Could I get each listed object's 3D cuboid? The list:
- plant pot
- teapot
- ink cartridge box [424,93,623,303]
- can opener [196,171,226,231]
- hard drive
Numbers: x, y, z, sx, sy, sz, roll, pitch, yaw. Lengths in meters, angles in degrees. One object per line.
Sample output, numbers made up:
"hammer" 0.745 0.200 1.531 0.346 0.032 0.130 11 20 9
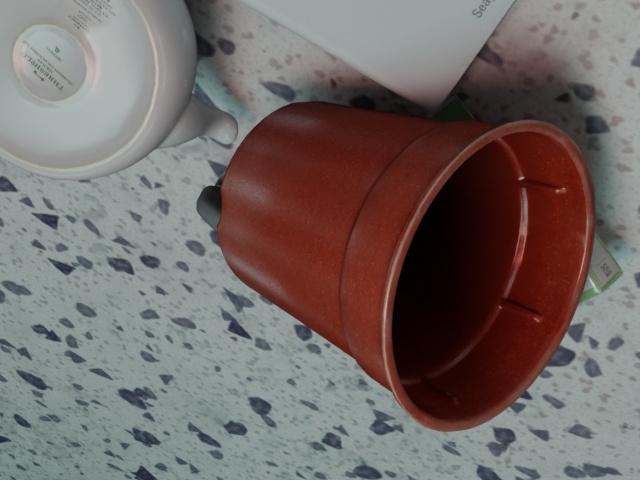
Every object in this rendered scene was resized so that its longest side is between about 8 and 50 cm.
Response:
"plant pot" 0.062 -0.005 0.976 0.265 0.272 0.272 24 150 44
"teapot" -0.229 -0.191 1.023 0.252 0.187 0.256 -3 111 10
"ink cartridge box" 0.169 -0.022 1.081 0.235 0.056 0.171 56 140 2
"can opener" 0.000 0.000 1.187 0.280 0.093 0.074 19 142 3
"hard drive" -0.004 -0.270 0.889 0.353 0.047 0.233 29 144 -3
